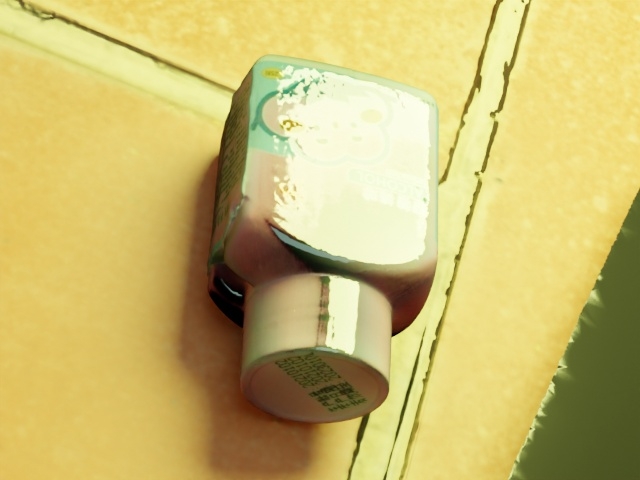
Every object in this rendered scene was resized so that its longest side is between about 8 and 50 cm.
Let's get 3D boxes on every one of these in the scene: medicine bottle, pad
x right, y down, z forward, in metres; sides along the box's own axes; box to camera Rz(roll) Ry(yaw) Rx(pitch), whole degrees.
[{"bbox_3d":[0.000,0.000,0.879,0.119,0.094,0.188,12,54,-13],"label":"medicine bottle"},{"bbox_3d":[0.258,0.147,0.923,0.315,0.063,0.375,37,47,-2],"label":"pad"}]
